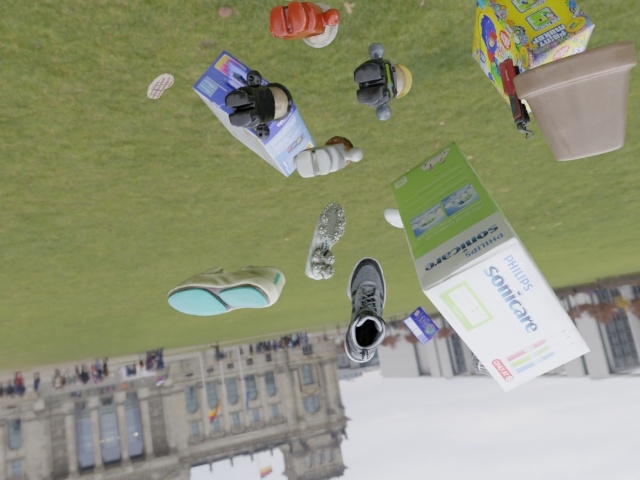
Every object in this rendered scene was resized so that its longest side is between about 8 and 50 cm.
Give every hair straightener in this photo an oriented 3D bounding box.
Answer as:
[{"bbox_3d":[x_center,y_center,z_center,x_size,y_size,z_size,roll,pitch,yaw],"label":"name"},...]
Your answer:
[{"bbox_3d":[0.521,-0.360,1.388,0.047,0.230,0.089,-27,150,37],"label":"hair straightener"}]

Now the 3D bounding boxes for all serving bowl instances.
[{"bbox_3d":[0.201,-0.053,1.378,0.083,0.027,0.083,22,167,5],"label":"serving bowl"}]

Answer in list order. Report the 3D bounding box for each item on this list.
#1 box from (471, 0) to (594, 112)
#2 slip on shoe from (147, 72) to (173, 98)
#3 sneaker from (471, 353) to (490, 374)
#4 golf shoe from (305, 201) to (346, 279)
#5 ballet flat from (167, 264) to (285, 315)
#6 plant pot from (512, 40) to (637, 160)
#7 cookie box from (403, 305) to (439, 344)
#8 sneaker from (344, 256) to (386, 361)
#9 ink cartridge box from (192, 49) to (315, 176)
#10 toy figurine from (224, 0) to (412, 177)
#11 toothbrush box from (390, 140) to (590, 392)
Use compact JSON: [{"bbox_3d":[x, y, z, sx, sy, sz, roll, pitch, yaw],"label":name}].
[{"bbox_3d":[0.584,-0.566,1.519,0.177,0.279,0.290,-27,156,2],"label":"box"},{"bbox_3d":[-0.476,-0.467,1.585,0.051,0.041,0.135,2,164,-35],"label":"slip on shoe"},{"bbox_3d":[0.502,0.276,1.549,0.111,0.300,0.121,8,-141,18],"label":"sneaker"},{"bbox_3d":[0.000,0.000,1.178,0.069,0.176,0.086,24,163,-24],"label":"golf shoe"},{"bbox_3d":[-0.164,0.082,0.937,0.248,0.086,0.086,-7,173,35],"label":"ballet flat"},{"bbox_3d":[0.612,-0.315,1.269,0.263,0.229,0.263,-14,-173,2],"label":"plant pot"},{"bbox_3d":[0.352,0.295,1.866,0.040,0.107,0.092,-45,169,37],"label":"cookie box"},{"bbox_3d":[0.119,0.166,1.318,0.101,0.268,0.153,7,170,-3],"label":"sneaker"},{"bbox_3d":[-0.190,-0.369,1.562,0.151,0.270,0.395,-51,165,-1],"label":"ink cartridge box"},{"bbox_3d":[-0.002,-0.209,0.757,0.213,0.209,0.148,-56,173,25],"label":"toy figurine"},{"bbox_3d":[0.214,0.022,0.730,0.122,0.206,0.283,-34,-153,16],"label":"toothbrush box"}]
